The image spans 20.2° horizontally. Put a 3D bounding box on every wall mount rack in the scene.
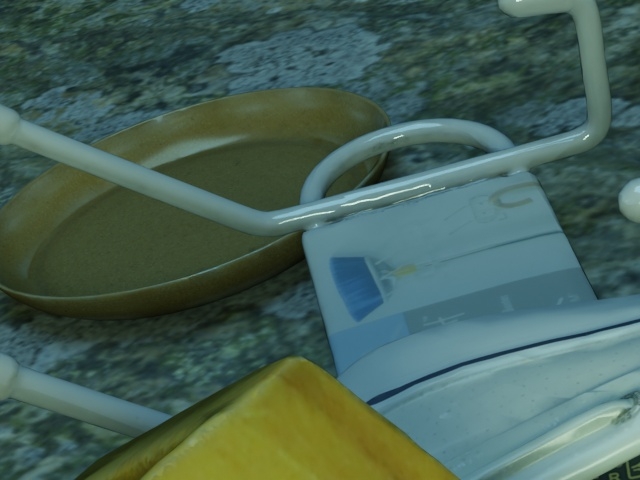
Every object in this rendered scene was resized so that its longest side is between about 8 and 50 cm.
[{"bbox_3d":[0.000,0.000,0.756,0.304,0.130,0.350,-15,31,-1],"label":"wall mount rack"}]

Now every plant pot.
[{"bbox_3d":[-0.071,-0.019,0.989,0.236,0.032,0.236,-15,26,8],"label":"plant pot"}]

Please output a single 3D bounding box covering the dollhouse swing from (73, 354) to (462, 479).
[{"bbox_3d":[-0.086,0.253,0.414,0.315,0.305,0.347,39,48,11],"label":"dollhouse swing"}]

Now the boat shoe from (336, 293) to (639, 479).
[{"bbox_3d":[0.172,0.064,0.528,0.367,0.136,0.156,-13,26,4],"label":"boat shoe"}]
